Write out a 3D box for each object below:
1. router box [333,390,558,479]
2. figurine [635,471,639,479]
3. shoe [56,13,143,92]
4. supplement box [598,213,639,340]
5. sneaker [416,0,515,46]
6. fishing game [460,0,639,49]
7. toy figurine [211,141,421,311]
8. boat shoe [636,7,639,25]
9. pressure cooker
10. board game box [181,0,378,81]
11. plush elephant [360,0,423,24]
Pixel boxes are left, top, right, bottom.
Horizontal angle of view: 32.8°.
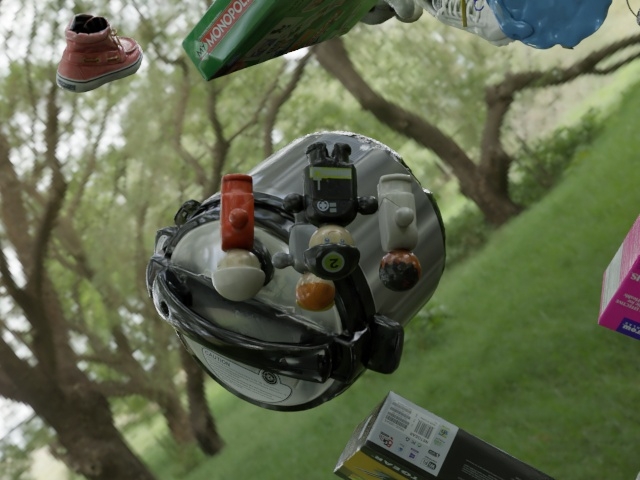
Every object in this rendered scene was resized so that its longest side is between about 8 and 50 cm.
[{"bbox_3d":[0.183,0.322,1.396,0.081,0.309,0.243,-61,-3,-21],"label":"router box"},{"bbox_3d":[0.378,0.278,1.171,0.209,0.092,0.215,-48,-28,24],"label":"figurine"},{"bbox_3d":[-0.280,-0.256,1.417,0.178,0.063,0.081,-48,-22,-59],"label":"shoe"},{"bbox_3d":[0.459,0.023,1.415,0.114,0.111,0.220,-66,-5,-47],"label":"supplement box"},{"bbox_3d":[0.236,-0.361,1.695,0.235,0.095,0.090,28,104,63],"label":"sneaker"},{"bbox_3d":[0.316,-0.352,1.487,0.264,0.189,0.041,0,27,27],"label":"fishing game"},{"bbox_3d":[0.000,0.000,1.234,0.213,0.148,0.209,-16,-23,34],"label":"toy figurine"},{"bbox_3d":[0.579,-0.393,1.910,0.056,0.152,0.049,-42,37,-22],"label":"boat shoe"},{"bbox_3d":[-0.043,0.055,1.697,0.370,0.375,0.420,-25,10,40],"label":"pressure cooker"},{"bbox_3d":[0.041,-0.263,0.913,0.213,0.046,0.317,-30,-7,-48],"label":"board game box"},{"bbox_3d":[0.095,-0.488,1.905,0.272,0.255,0.330,-20,19,-19],"label":"plush elephant"}]
